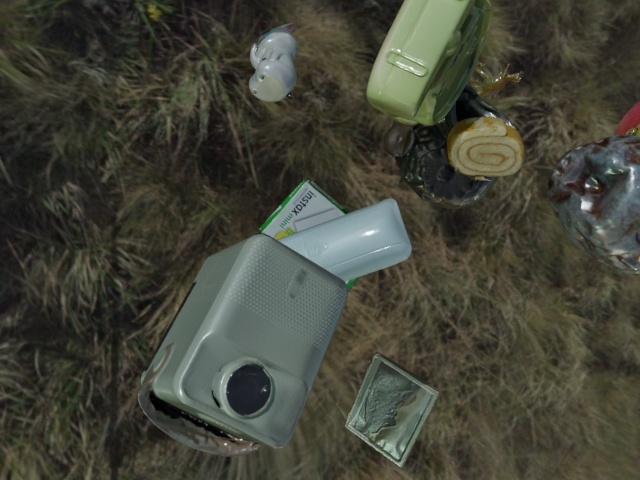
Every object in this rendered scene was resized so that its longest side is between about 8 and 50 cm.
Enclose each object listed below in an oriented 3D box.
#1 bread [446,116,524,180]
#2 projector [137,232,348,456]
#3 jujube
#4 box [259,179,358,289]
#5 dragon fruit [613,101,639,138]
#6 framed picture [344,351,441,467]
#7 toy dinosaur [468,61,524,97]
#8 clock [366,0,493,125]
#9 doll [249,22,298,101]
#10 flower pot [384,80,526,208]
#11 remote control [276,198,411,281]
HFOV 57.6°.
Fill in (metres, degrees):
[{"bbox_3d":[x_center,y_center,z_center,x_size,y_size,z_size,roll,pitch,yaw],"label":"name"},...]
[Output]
[{"bbox_3d":[0.325,-0.183,1.145,0.149,0.073,0.122,1,130,9],"label":"bread"},{"bbox_3d":[-0.096,0.131,0.696,0.163,0.177,0.243,34,66,-18],"label":"projector"},{"bbox_3d":[0.551,-0.054,1.039,0.317,0.226,0.226,21,96,-35],"label":"jujube"},{"bbox_3d":[0.000,0.000,1.341,0.250,0.103,0.180,39,83,2],"label":"box"},{"bbox_3d":[0.802,-0.193,1.305,0.189,0.290,0.291,-72,154,-56],"label":"dragon fruit"},{"bbox_3d":[0.178,0.437,1.500,0.018,0.192,0.266,-24,138,-54],"label":"framed picture"},{"bbox_3d":[0.450,-0.400,1.553,0.162,0.126,0.039,-68,166,20],"label":"toy dinosaur"},{"bbox_3d":[0.218,-0.348,1.089,0.286,0.117,0.348,-63,165,10],"label":"clock"},{"bbox_3d":[-0.105,-0.406,1.332,0.106,0.110,0.181,11,63,-23],"label":"doll"},{"bbox_3d":[0.308,-0.221,1.365,0.301,0.302,0.213,9,140,-39],"label":"flower pot"},{"bbox_3d":[-0.010,0.023,0.903,0.293,0.103,0.051,-21,158,12],"label":"remote control"}]
